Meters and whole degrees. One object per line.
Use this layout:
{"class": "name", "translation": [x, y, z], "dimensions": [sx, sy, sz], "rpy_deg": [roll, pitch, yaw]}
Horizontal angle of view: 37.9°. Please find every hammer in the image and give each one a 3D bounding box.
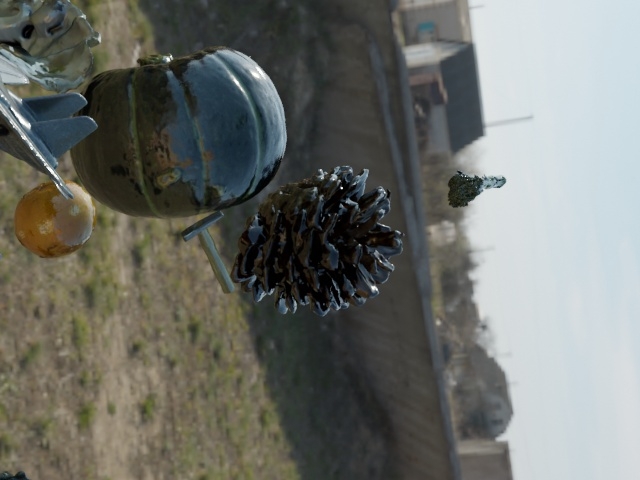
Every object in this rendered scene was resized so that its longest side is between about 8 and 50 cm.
{"class": "hammer", "translation": [-0.144, 0.024, 1.307], "dimensions": [0.013, 0.062, 0.199], "rpy_deg": [50, -12, 27]}

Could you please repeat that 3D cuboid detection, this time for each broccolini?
{"class": "broccolini", "translation": [0.154, -0.049, 0.899], "dimensions": [0.140, 0.030, 0.035], "rpy_deg": [-9, 112, -65]}

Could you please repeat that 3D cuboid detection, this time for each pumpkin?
{"class": "pumpkin", "translation": [-0.209, -0.156, 1.379], "dimensions": [0.323, 0.323, 0.241], "rpy_deg": [-74, 153, -72]}

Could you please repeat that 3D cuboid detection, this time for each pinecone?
{"class": "pinecone", "translation": [0.005, 0.005, 1.635], "dimensions": [0.298, 0.296, 0.242], "rpy_deg": [-49, 124, -45]}

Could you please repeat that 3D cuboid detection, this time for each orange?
{"class": "orange", "translation": [-0.263, -0.022, 0.922], "dimensions": [0.083, 0.083, 0.070], "rpy_deg": [-86, 159, -56]}

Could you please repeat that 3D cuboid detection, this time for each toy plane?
{"class": "toy plane", "translation": [-0.299, -0.144, 0.733], "dimensions": [0.267, 0.088, 0.212], "rpy_deg": [42, 10, -45]}

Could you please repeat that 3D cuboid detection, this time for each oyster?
{"class": "oyster", "translation": [-0.495, -0.279, 1.391], "dimensions": [0.238, 0.351, 0.115], "rpy_deg": [-85, 161, -54]}

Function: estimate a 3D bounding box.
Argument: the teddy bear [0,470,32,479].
{"class": "teddy bear", "translation": [-0.423, 0.418, 1.106], "dimensions": [0.224, 0.357, 0.367], "rpy_deg": [-52, -167, 43]}
